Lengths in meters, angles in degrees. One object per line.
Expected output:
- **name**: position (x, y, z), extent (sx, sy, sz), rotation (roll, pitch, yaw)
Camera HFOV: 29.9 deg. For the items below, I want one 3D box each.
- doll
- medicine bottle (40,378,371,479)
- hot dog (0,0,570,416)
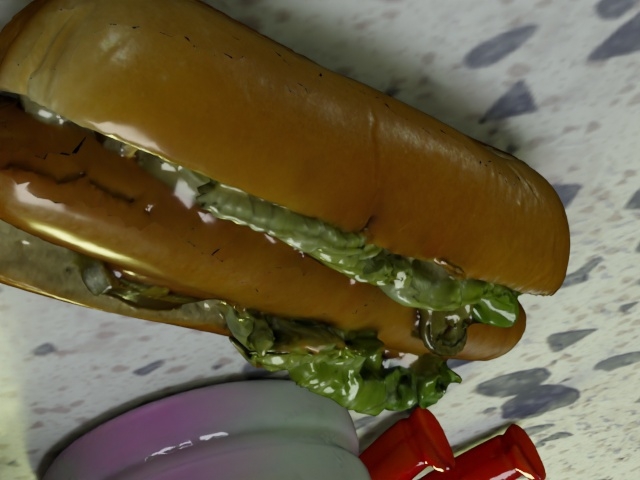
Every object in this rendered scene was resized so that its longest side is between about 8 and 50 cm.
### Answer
- **doll**: position (-0.011, 0.255, 0.937), extent (0.384, 0.099, 0.188), rotation (-41, 145, 28)
- **medicine bottle**: position (-0.034, 0.267, 0.695), extent (0.212, 0.326, 0.212), rotation (-15, 153, -8)
- **hot dog**: position (0.000, 0.000, 0.487), extent (0.135, 0.100, 0.337), rotation (-37, 146, 27)
